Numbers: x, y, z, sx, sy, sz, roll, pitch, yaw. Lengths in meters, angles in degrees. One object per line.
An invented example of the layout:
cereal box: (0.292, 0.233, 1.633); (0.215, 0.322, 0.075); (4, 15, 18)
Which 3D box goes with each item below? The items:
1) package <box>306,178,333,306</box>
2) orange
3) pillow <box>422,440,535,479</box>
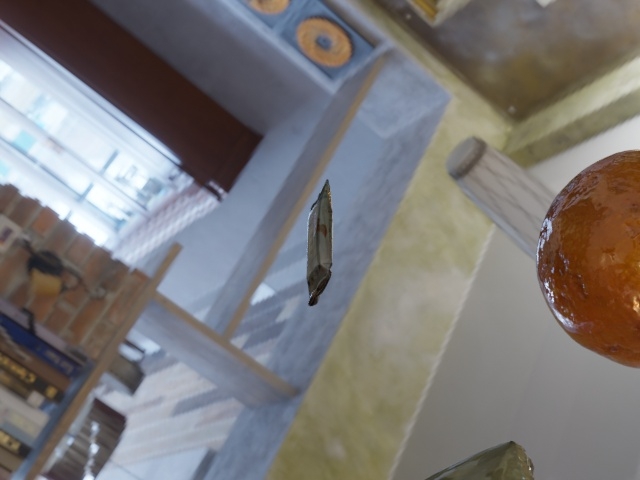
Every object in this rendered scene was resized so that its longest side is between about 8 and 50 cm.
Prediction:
package: (0.000, 0.000, 0.747); (0.037, 0.015, 0.110); (-55, -158, 39)
orange: (0.388, 0.023, 1.151); (0.261, 0.261, 0.261); (-46, -163, 19)
pillow: (0.041, 0.202, 0.524); (0.208, 0.053, 0.119); (-33, -118, 14)
